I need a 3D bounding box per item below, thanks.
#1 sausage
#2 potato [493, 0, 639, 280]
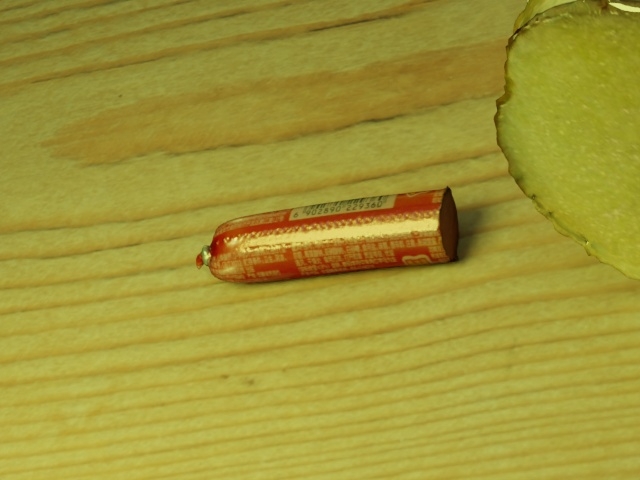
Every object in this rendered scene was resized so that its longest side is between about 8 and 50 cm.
[{"bbox_3d":[0.000,0.000,1.768,0.274,0.074,0.074,-7,43,18],"label":"sausage"},{"bbox_3d":[0.379,-0.162,1.502,0.442,0.385,0.319,3,49,47],"label":"potato"}]
